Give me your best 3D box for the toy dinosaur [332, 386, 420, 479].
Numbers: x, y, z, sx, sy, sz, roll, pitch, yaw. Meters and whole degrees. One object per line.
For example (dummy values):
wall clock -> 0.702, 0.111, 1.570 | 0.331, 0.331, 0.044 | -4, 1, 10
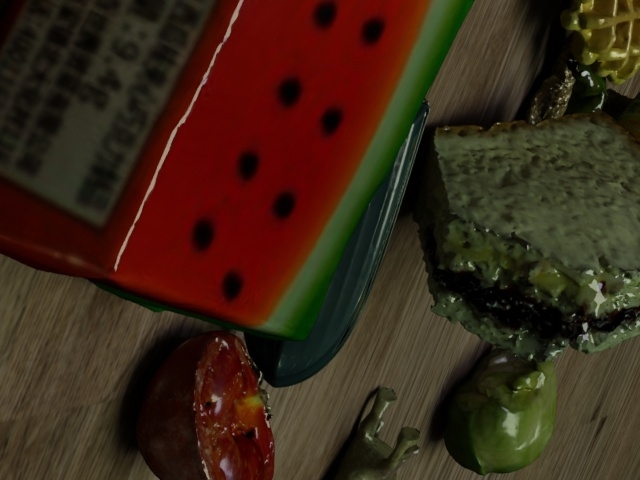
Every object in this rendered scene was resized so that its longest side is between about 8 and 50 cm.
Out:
toy dinosaur -> 0.042, 0.278, 1.956 | 0.200, 0.072, 0.251 | -64, 169, 27

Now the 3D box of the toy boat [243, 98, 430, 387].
toy boat -> 0.001, -0.002, 1.521 | 0.122, 0.114, 0.296 | -59, 168, -70

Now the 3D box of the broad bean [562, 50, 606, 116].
broad bean -> 0.291, -0.127, 1.972 | 0.061, 0.046, 0.195 | -9, 120, -22

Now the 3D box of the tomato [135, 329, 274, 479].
tomato -> -0.107, 0.157, 1.489 | 0.139, 0.091, 0.159 | -39, 120, -62

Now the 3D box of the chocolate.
chocolate -> -0.066, -0.110, 1.202 | 0.360, 0.161, 0.341 | -64, 154, 0

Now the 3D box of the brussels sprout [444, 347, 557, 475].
brussels sprout -> 0.233, 0.223, 2.235 | 0.183, 0.131, 0.145 | -38, 124, -45

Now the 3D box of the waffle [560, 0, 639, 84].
waffle -> 0.336, -0.324, 1.880 | 0.283, 0.065, 0.309 | -64, 146, -21

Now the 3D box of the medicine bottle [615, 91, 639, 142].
medicine bottle -> 0.390, -0.100, 2.068 | 0.239, 0.124, 0.124 | -50, 154, -19

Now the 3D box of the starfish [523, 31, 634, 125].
starfish -> 0.302, -0.163, 2.055 | 0.302, 0.060, 0.299 | -53, 152, -9

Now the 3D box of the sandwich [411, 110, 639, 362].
sandwich -> 0.239, -0.006, 1.783 | 0.325, 0.262, 0.131 | -10, 136, -37
